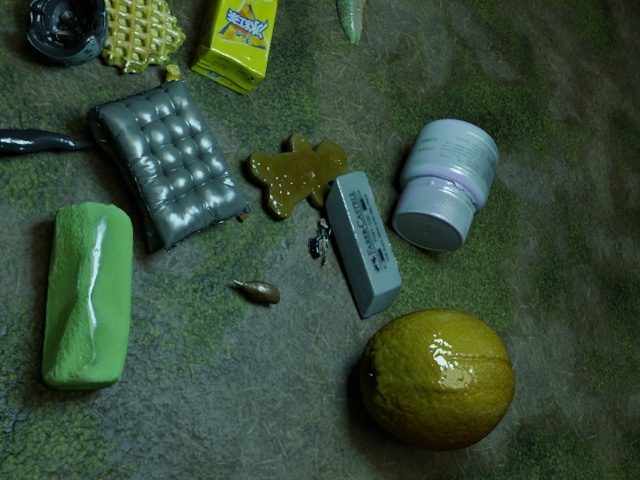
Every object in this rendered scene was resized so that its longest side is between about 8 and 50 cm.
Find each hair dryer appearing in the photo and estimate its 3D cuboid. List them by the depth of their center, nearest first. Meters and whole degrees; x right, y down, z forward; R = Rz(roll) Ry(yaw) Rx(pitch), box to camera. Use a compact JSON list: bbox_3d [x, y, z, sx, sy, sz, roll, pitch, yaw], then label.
[{"bbox_3d":[-0.573,-0.217,1.308,0.359,0.120,0.303,-5,60,-50],"label":"hair dryer"}]

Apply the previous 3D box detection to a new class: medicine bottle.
[{"bbox_3d":[0.331,-0.146,1.863,0.241,0.241,0.302,34,63,-23],"label":"medicine bottle"}]

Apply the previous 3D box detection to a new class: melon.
[{"bbox_3d":[0.091,-0.664,2.025,0.098,0.054,0.182,33,54,-42],"label":"melon"}]

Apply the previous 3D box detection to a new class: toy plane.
[{"bbox_3d":[0.000,0.000,1.685,0.049,0.031,0.120,23,61,-35],"label":"toy plane"}]

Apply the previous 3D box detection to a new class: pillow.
[{"bbox_3d":[-0.311,-0.157,1.428,0.228,0.101,0.326,-30,98,-36],"label":"pillow"}]

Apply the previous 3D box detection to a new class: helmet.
[{"bbox_3d":[-0.501,-0.429,1.407,0.153,0.107,0.177,6,69,5],"label":"helmet"}]

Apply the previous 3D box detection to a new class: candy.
[{"bbox_3d":[-0.421,0.098,1.262,0.142,0.132,0.343,57,29,-69],"label":"candy"}]

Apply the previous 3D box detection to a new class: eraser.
[{"bbox_3d":[0.108,0.009,1.710,0.111,0.077,0.352,-18,90,-44],"label":"eraser"}]

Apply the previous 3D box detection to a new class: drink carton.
[{"bbox_3d":[-0.201,-0.547,1.699,0.154,0.111,0.351,22,61,-29],"label":"drink carton"}]

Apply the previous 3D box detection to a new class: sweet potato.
[{"bbox_3d":[-0.142,0.106,1.519,0.117,0.049,0.049,23,59,-29],"label":"sweet potato"}]

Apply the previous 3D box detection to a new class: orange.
[{"bbox_3d":[0.259,0.315,1.577,0.357,0.322,0.322,6,68,-30],"label":"orange"}]

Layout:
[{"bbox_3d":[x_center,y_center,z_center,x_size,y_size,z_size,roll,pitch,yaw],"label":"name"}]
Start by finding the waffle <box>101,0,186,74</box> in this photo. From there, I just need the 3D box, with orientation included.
[{"bbox_3d":[-0.431,-0.494,1.537,0.245,0.052,0.254,-41,100,-39],"label":"waffle"}]

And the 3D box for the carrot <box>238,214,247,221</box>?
[{"bbox_3d":[-0.220,-0.125,1.559,0.191,0.047,0.047,55,49,-14],"label":"carrot"}]

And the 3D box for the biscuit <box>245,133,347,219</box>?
[{"bbox_3d":[-0.045,-0.165,1.705,0.301,0.049,0.197,-30,101,-40],"label":"biscuit"}]

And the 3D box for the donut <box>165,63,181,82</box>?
[{"bbox_3d":[-0.328,-0.354,1.552,0.038,0.067,0.083,-4,108,-22],"label":"donut"}]
